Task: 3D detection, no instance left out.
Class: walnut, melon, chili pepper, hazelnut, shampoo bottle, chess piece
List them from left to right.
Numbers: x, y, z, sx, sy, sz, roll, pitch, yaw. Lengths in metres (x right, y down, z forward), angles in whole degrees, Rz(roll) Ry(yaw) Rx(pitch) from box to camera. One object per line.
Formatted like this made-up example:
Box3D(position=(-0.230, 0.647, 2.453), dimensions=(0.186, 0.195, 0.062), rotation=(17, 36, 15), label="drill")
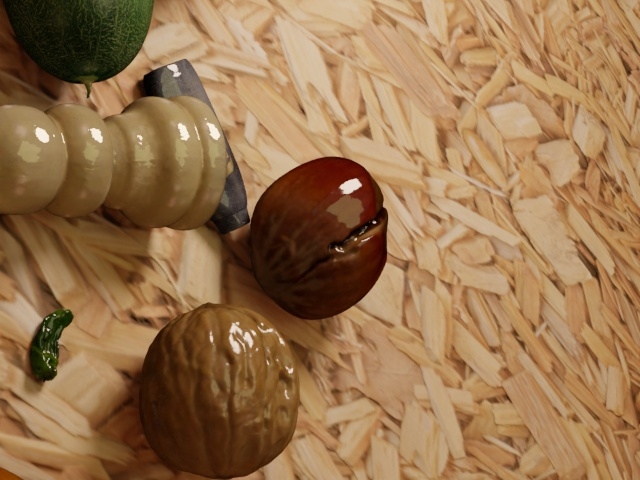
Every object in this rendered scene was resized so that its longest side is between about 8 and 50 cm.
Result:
Box3D(position=(-0.308, 0.118, 1.386), dimensions=(0.030, 0.034, 0.091), rotation=(71, 24, -57), label="chili pepper")
Box3D(position=(-0.287, -0.307, 1.442), dimensions=(0.182, 0.182, 0.288), rotation=(0, 75, -48), label="melon")
Box3D(position=(-0.268, -0.095, 1.414), dimensions=(0.299, 0.167, 0.167), rotation=(-1, 77, -44), label="chess piece")
Box3D(position=(-0.159, -0.122, 1.614), dimensions=(0.087, 0.049, 0.234), rotation=(-29, 99, -46), label="shampoo bottle")
Box3D(position=(-0.123, 0.177, 1.449), dimensions=(0.213, 0.213, 0.213), rotation=(19, 62, -42), label="walnut")
Box3D(position=(0.002, 0.000, 1.653), dimensions=(0.181, 0.181, 0.212), rotation=(-63, 135, -66), label="hazelnut")

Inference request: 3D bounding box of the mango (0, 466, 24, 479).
Box3D(position=(-0.347, 0.297, 1.201), dimensions=(0.252, 0.126, 0.154), rotation=(35, 64, -36), label="mango")
